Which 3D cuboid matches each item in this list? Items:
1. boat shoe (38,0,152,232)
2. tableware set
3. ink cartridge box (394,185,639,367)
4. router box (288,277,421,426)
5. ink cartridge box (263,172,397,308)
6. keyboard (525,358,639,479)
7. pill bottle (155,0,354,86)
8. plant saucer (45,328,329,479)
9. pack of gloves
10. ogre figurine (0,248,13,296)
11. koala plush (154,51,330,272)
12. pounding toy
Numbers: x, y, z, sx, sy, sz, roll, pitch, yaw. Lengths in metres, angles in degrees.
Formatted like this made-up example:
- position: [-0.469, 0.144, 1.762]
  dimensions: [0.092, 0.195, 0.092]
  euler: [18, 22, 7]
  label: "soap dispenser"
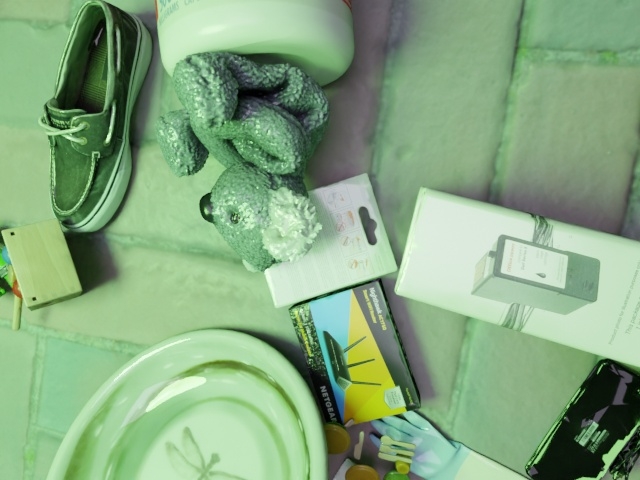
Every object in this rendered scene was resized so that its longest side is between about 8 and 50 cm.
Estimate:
- position: [-0.343, -0.175, 0.657]
  dimensions: [0.121, 0.119, 0.335]
  euler: [14, 96, 10]
  label: "boat shoe"
- position: [0.049, 0.292, 0.617]
  dimensions: [0.154, 0.024, 0.104]
  euler: [8, 108, 7]
  label: "tableware set"
- position: [0.230, 0.030, 0.513]
  dimensions: [0.273, 0.198, 0.115]
  euler: [16, 97, 11]
  label: "ink cartridge box"
- position: [0.047, 0.155, 0.633]
  dimensions: [0.133, 0.046, 0.179]
  euler: [-19, 90, 12]
  label: "router box"
- position: [0.000, 0.000, 0.645]
  dimensions: [0.179, 0.045, 0.145]
  euler: [-18, 89, 2]
  label: "ink cartridge box"
- position: [0.360, 0.256, 0.591]
  dimensions: [0.100, 0.038, 0.192]
  euler: [36, 101, 31]
  label: "keyboard"
- position: [-0.088, -0.399, 0.540]
  dimensions: [0.229, 0.229, 0.408]
  euler: [-5, 92, 11]
  label: "pill bottle"
- position: [-0.171, 0.320, 0.602]
  dimensions: [0.400, 0.100, 0.400]
  euler: [-11, 52, 14]
  label: "plant saucer"
- position: [0.142, 0.357, 0.627]
  dimensions: [0.232, 0.046, 0.195]
  euler: [29, 99, 8]
  label: "pack of gloves"
- position: [-0.580, 0.045, 0.734]
  dimensions: [0.197, 0.097, 0.118]
  euler: [-9, 110, 26]
  label: "ogre figurine"
- position: [-0.069, -0.072, 0.542]
  dimensions: [0.203, 0.196, 0.221]
  euler: [-7, 81, -28]
  label: "koala plush"
- position: [-0.426, 0.055, 0.683]
  dimensions: [0.100, 0.141, 0.130]
  euler: [-18, 89, -32]
  label: "pounding toy"
